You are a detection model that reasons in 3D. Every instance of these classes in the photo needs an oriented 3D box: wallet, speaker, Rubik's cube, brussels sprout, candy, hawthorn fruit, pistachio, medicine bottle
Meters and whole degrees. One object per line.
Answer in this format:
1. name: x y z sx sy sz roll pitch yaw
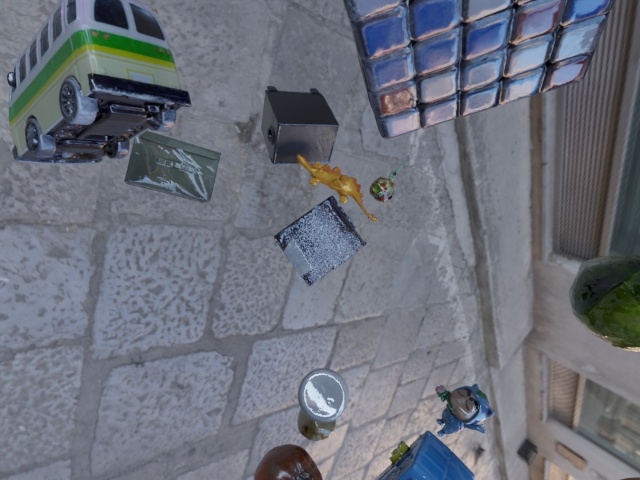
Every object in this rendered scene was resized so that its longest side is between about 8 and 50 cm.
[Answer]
1. wallet: 0.000 0.000 1.427 0.262 0.071 0.221 -37 99 -12
2. speaker: -0.090 -0.421 1.504 0.232 0.254 0.184 -5 139 -20
3. Rubik's cube: 0.164 -0.353 0.510 0.287 0.292 0.293 -15 154 12
4. brussels sprout: 0.712 0.135 0.960 0.210 0.271 0.219 41 106 -5
5. candy: 0.259 -0.223 1.488 0.084 0.078 0.287 50 40 -5
6. hawthorn fruit: -0.118 0.773 1.308 0.210 0.210 0.262 -19 163 -35
7. pistachio: -0.010 0.589 1.387 0.130 0.206 0.131 7 107 1
8. medicine bottle: 0.005 0.342 0.914 0.107 0.107 0.191 -48 169 -14

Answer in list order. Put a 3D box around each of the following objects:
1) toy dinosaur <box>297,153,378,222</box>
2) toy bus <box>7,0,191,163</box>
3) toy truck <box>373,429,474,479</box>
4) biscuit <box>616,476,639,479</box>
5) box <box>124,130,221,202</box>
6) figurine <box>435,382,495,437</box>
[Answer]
1. toy dinosaur: 0.056 -0.158 1.140 0.070 0.288 0.117 -54 -178 30
2. toy bus: -0.356 -0.229 0.617 0.143 0.305 0.179 -14 91 -52
3. toy truck: 0.155 0.597 0.893 0.385 0.161 0.162 -55 162 22
4. biscuit: 0.591 0.550 0.656 0.351 0.312 0.057 -36 128 28
5. box: -0.424 -0.207 1.173 0.231 0.155 0.149 13 89 -25
6. figurine: 0.378 0.475 1.136 0.144 0.114 0.178 28 117 -16
